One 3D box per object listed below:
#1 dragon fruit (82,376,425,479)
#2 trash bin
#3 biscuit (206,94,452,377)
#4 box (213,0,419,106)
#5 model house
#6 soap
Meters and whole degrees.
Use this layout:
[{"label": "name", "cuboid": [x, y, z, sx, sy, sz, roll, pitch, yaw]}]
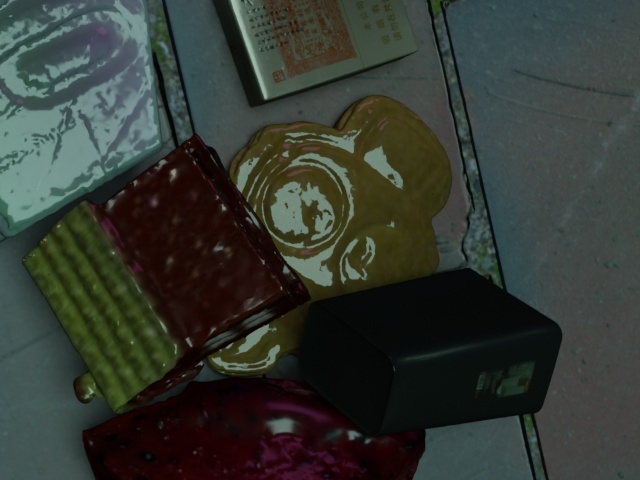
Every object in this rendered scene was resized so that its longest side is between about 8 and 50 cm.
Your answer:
[{"label": "dragon fruit", "cuboid": [-0.031, 0.281, 1.226, 0.330, 0.240, 0.302, -23, 111, -11]}, {"label": "trash bin", "cuboid": [0.113, 0.117, 1.278, 0.226, 0.165, 0.115, -5, 117, -37]}, {"label": "biscuit", "cuboid": [0.001, 0.000, 1.350, 0.269, 0.051, 0.376, 41, 76, -12]}, {"label": "box", "cuboid": [-0.004, -0.245, 1.352, 0.201, 0.058, 0.141, -19, 94, -18]}, {"label": "model house", "cuboid": [-0.167, 0.041, 1.209, 0.254, 0.160, 0.196, -34, 82, -5]}, {"label": "soap", "cuboid": [-0.326, -0.250, 1.191, 0.261, 0.156, 0.446, -32, 97, -17]}]
